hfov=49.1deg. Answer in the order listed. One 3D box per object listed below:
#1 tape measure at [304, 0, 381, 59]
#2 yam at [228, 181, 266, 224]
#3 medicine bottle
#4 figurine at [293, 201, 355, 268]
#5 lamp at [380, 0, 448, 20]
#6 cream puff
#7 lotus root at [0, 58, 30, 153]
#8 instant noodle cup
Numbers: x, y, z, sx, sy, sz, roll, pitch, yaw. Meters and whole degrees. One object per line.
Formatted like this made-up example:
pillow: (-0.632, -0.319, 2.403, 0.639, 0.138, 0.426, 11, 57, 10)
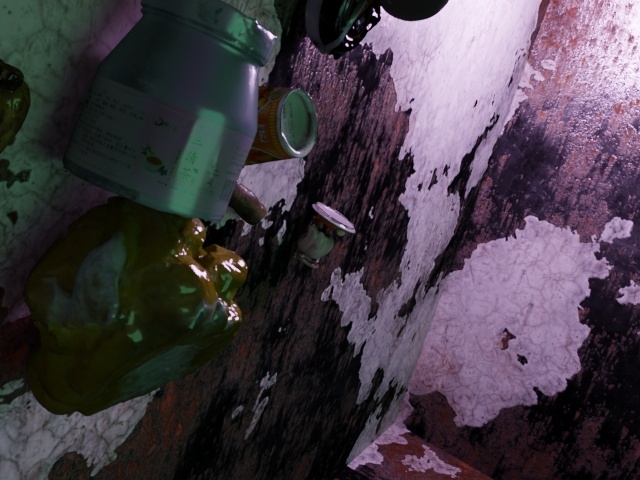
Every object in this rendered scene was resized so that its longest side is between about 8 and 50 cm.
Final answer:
tape measure: (0.044, -0.469, 1.400, 0.182, 0.107, 0.181, -51, 155, -28)
yam: (-0.172, -0.092, 1.384, 0.061, 0.061, 0.253, -61, 155, -8)
medicine bottle: (-0.206, -0.198, 1.009, 0.245, 0.245, 0.289, 12, 100, -65)
figurine: (0.000, 0.000, 1.755, 0.153, 0.132, 0.132, -57, 157, 12)
lamp: (0.188, -0.635, 1.518, 0.182, 0.182, 0.313, -19, 97, -57)
cream puff: (-0.298, 0.082, 1.101, 0.378, 0.275, 0.378, -31, 163, -10)
lotus root: (-0.421, -0.132, 0.829, 0.108, 0.094, 0.190, 25, 99, -44)
instant noodle cup: (-0.111, -0.196, 1.200, 0.168, 0.185, 0.168, -9, 101, -57)
